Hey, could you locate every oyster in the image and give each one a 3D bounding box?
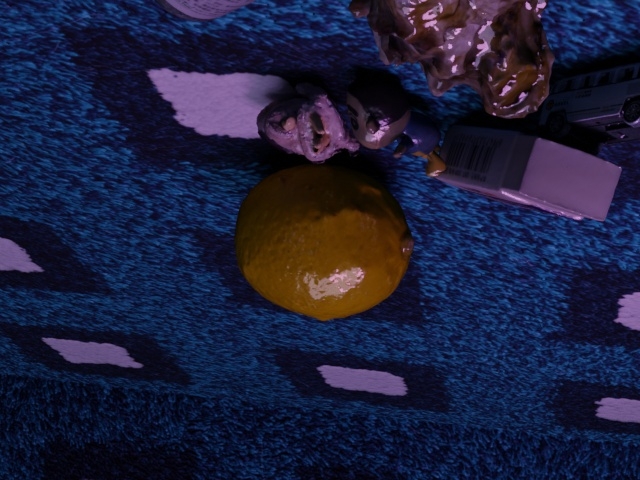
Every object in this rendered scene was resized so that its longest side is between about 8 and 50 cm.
[{"bbox_3d":[0.142,-0.249,1.330,0.237,0.115,0.351,8,159,2],"label":"oyster"}]

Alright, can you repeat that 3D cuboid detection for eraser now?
[{"bbox_3d":[0.251,-0.086,1.613,0.124,0.081,0.279,18,-178,-17],"label":"eraser"}]

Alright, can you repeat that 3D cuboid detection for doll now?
[{"bbox_3d":[0.092,-0.147,1.649,0.089,0.102,0.179,-34,121,18],"label":"doll"}]

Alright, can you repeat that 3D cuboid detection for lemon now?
[{"bbox_3d":[0.000,0.000,1.880,0.288,0.234,0.233,9,161,27],"label":"lemon"}]

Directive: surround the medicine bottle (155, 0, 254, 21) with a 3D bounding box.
[{"bbox_3d":[-0.045,-0.312,1.212,0.141,0.141,0.293,27,154,-37],"label":"medicine bottle"}]

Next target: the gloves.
[{"bbox_3d":[-0.022,-0.154,1.680,0.144,0.094,0.110,16,156,41],"label":"gloves"}]

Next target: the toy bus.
[{"bbox_3d":[0.345,-0.157,1.507,0.087,0.089,0.194,21,163,-37],"label":"toy bus"}]
